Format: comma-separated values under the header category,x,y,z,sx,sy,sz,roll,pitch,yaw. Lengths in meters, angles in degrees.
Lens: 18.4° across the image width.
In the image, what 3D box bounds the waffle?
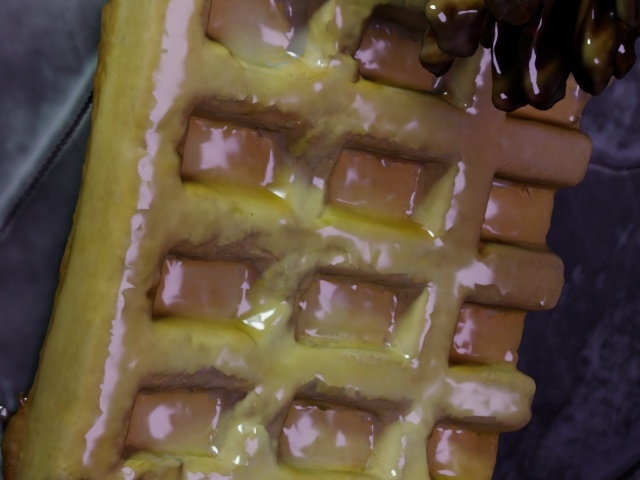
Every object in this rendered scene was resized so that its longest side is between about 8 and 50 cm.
category,x,y,z,sx,sy,sz,roll,pitch,yaw
waffle,0.000,-0.001,1.083,0.304,0.077,0.348,10,94,-29

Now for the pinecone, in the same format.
category,x,y,z,sx,sy,sz,roll,pitch,yaw
pinecone,0.109,-0.178,0.965,0.202,0.201,0.228,22,80,-56
